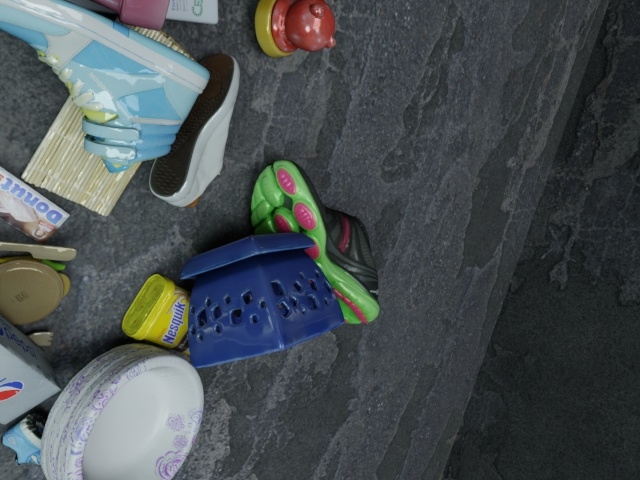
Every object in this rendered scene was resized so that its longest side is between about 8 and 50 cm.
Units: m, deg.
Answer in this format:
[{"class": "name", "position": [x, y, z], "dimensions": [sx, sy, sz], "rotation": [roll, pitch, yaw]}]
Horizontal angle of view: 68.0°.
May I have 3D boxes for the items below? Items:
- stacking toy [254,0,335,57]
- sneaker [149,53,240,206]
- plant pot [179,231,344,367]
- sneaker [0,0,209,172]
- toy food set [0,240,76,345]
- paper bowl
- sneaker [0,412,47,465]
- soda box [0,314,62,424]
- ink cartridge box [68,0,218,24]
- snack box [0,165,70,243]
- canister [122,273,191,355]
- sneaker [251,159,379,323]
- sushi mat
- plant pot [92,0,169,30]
[{"class": "stacking toy", "position": [-0.048, -0.505, 0.823], "dimensions": [0.309, 0.130, 0.280], "rotation": [35, 75, -58]}, {"class": "sneaker", "position": [-0.221, -0.199, 0.881], "dimensions": [0.123, 0.105, 0.290], "rotation": [49, 62, -75]}, {"class": "plant pot", "position": [-0.122, 0.106, 0.938], "dimensions": [0.236, 0.236, 0.212], "rotation": [-9, 82, -59]}, {"class": "sneaker", "position": [-0.329, -0.209, 0.666], "dimensions": [0.319, 0.127, 0.208], "rotation": [15, 106, -40]}, {"class": "toy food set", "position": [-0.486, 0.083, 0.777], "dimensions": [0.132, 0.038, 0.192], "rotation": [11, 110, -39]}, {"class": "paper bowl", "position": [-0.365, 0.332, 0.875], "dimensions": [0.284, 0.148, 0.284], "rotation": [-23, 117, -54]}, {"class": "sneaker", "position": [-0.511, 0.378, 0.863], "dimensions": [0.073, 0.063, 0.162], "rotation": [-25, 126, -7]}, {"class": "soda box", "position": [-0.489, 0.163, 0.677], "dimensions": [0.098, 0.091, 0.286], "rotation": [-32, 152, -21]}, {"class": "ink cartridge box", "position": [-0.305, -0.502, 0.680], "dimensions": [0.330, 0.071, 0.324], "rotation": [-12, 116, -38]}, {"class": "snack box", "position": [-0.481, -0.069, 0.724], "dimensions": [0.064, 0.022, 0.178], "rotation": [-54, 134, -13]}, {"class": "canister", "position": [-0.289, 0.157, 0.957], "dimensions": [0.170, 0.073, 0.126], "rotation": [38, 78, -46]}, {"class": "sneaker", "position": [0.000, 0.000, 1.125], "dimensions": [0.483, 0.185, 0.202], "rotation": [58, 35, -35]}, {"class": "sushi mat", "position": [-0.331, -0.198, 0.771], "dimensions": [0.151, 0.019, 0.317], "rotation": [29, 98, -44]}, {"class": "plant pot", "position": [-0.280, -0.386, 0.585], "dimensions": [0.180, 0.201, 0.201], "rotation": [4, 104, -28]}]
